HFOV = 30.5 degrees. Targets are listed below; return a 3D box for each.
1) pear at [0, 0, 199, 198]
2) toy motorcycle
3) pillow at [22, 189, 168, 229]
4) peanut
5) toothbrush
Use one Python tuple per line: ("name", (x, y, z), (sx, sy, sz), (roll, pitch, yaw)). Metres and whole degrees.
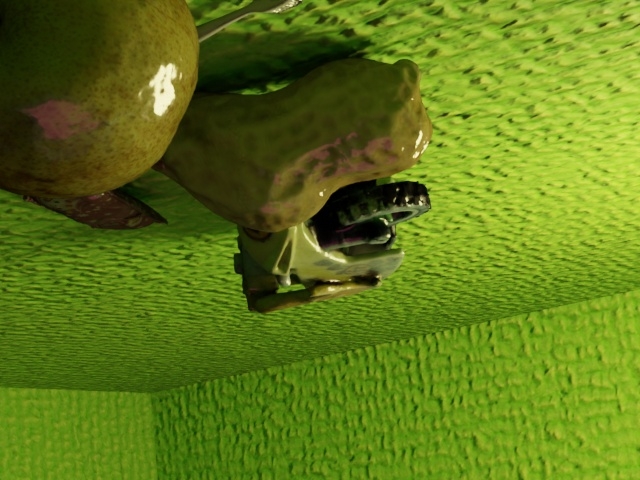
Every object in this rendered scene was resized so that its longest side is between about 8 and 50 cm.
("pear", (-0.204, -0.127, 0.884), (0.228, 0.188, 0.211), (-11, 158, 14))
("toy motorcycle", (0.000, 0.000, 1.565), (0.236, 0.169, 0.410), (-4, 166, -8))
("pillow", (-0.285, -0.045, 1.501), (0.118, 0.043, 0.185), (-5, 164, 16))
("peanut", (-0.029, -0.093, 1.197), (0.291, 0.159, 0.143), (-10, -168, 13))
("toothbrush", (-0.129, -0.180, 1.071), (0.275, 0.019, 0.025), (-16, 172, 32))
